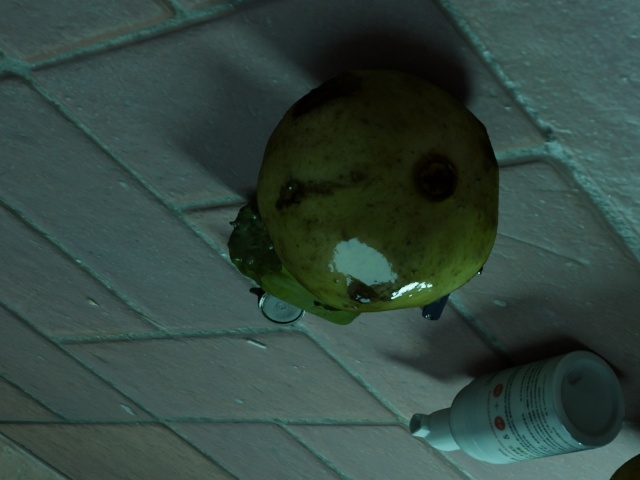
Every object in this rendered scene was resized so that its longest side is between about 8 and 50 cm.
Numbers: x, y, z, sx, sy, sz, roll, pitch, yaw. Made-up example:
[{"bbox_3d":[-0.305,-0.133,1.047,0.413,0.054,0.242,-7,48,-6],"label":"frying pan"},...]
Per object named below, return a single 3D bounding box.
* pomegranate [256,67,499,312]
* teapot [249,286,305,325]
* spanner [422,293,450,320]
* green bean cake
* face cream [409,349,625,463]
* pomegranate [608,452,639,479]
[{"bbox_3d":[0.067,-0.056,1.411,0.281,0.281,0.281,17,151,10],"label":"pomegranate"},{"bbox_3d":[-0.050,0.081,1.926,0.121,0.068,0.076,-6,125,5],"label":"teapot"},{"bbox_3d":[0.180,0.071,1.803,0.046,0.012,0.208,20,151,2],"label":"spanner"},{"bbox_3d":[0.000,0.000,1.688,0.233,0.124,0.236,26,152,-8],"label":"green bean cake"},{"bbox_3d":[0.287,0.271,1.937,0.145,0.145,0.370,34,151,-21],"label":"face cream"},{"bbox_3d":[0.570,0.475,1.821,0.417,0.416,0.416,17,151,10],"label":"pomegranate"}]
